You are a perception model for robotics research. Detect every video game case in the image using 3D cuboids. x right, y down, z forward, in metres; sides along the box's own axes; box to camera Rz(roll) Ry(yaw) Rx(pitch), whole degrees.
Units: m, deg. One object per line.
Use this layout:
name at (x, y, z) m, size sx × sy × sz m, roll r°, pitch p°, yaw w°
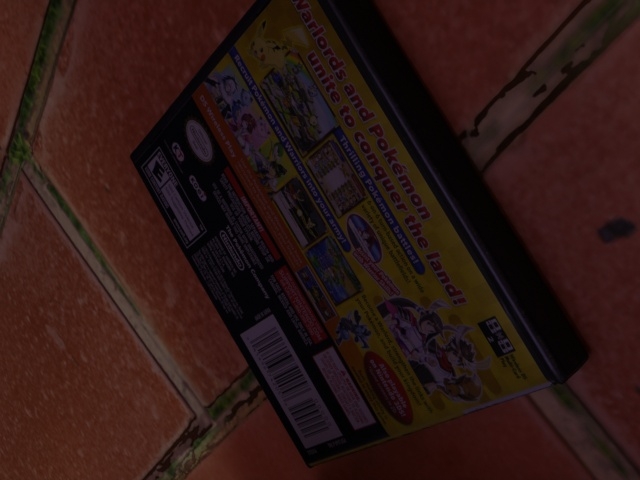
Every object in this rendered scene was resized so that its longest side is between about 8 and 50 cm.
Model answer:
video game case at (0.000, 0.000, 0.527) m, size 0.248 × 0.035 × 0.275 m, roll -35°, pitch 84°, yaw 48°
